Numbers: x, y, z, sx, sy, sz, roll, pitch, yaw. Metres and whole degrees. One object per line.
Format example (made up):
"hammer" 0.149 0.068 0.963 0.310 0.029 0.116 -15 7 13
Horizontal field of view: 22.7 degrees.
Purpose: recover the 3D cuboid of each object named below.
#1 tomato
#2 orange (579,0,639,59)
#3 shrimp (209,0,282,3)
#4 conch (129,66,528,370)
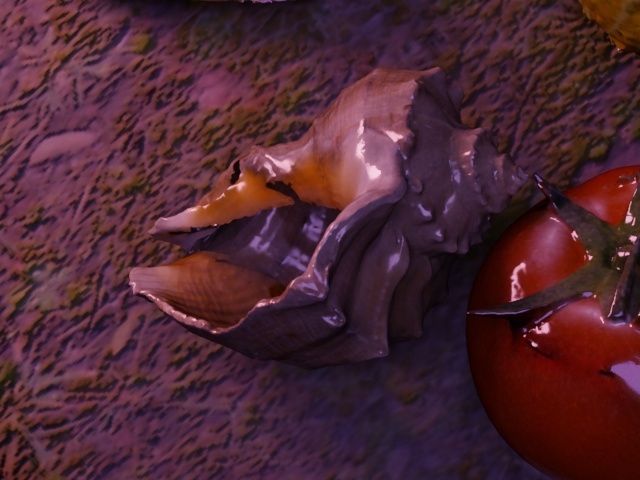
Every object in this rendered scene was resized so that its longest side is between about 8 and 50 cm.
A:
"tomato" 0.235 0.067 1.160 0.255 0.224 0.256 -9 43 8
"orange" 0.325 -0.275 1.196 0.300 0.223 0.301 15 86 2
"shrimp" -0.097 -0.262 1.320 0.294 0.062 0.154 13 81 9
"conch" 0.008 0.008 1.211 0.324 0.263 0.186 -29 102 36
